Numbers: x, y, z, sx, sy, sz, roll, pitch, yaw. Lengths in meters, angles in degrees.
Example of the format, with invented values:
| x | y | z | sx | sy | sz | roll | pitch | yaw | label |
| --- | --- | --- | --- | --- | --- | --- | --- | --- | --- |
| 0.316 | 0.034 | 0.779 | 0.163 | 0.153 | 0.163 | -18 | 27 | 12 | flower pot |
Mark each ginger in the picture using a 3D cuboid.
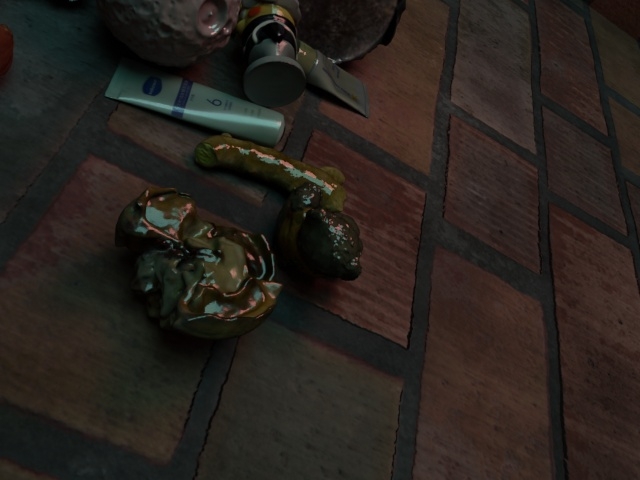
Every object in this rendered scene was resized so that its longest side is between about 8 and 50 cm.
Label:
| x | y | z | sx | sy | sz | roll | pitch | yaw | label |
| --- | --- | --- | --- | --- | --- | --- | --- | --- | --- |
| -0.081 | -0.127 | 1.027 | 0.298 | 0.065 | 0.118 | 17 | 38 | -23 | ginger |

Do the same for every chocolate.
| x | y | z | sx | sy | sz | roll | pitch | yaw | label |
| --- | --- | --- | --- | --- | --- | --- | --- | --- | --- |
| 0.029 | -0.583 | 1.299 | 0.303 | 0.303 | 0.213 | 18 | 34 | -21 | chocolate |

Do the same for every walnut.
| x | y | z | sx | sy | sz | roll | pitch | yaw | label |
| --- | --- | --- | --- | --- | --- | --- | --- | --- | --- |
| -0.173 | 0.046 | 0.803 | 0.204 | 0.141 | 0.238 | -14 | 65 | -50 | walnut |

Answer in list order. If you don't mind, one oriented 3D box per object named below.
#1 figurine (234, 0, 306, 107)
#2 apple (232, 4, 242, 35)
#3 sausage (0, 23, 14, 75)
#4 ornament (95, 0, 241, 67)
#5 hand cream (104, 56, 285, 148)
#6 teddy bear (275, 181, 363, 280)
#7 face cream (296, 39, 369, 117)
| x | y | z | sx | sy | sz | roll | pitch | yaw | label |
| --- | --- | --- | --- | --- | --- | --- | --- | --- | --- |
| -0.101 | -0.380 | 1.112 | 0.132 | 0.176 | 0.237 | 1 | 61 | -18 | figurine |
| -0.161 | -0.477 | 1.214 | 0.083 | 0.071 | 0.084 | 16 | 53 | -22 | apple |
| -0.569 | -0.295 | 0.783 | 0.254 | 0.148 | 0.148 | 9 | 55 | -28 | sausage |
| -0.259 | -0.433 | 0.995 | 0.225 | 0.260 | 0.259 | 36 | 42 | 28 | ornament |
| -0.220 | -0.246 | 1.043 | 0.320 | 0.067 | 0.109 | 16 | 53 | -14 | hand cream |
| 0.000 | 0.000 | 0.914 | 0.140 | 0.190 | 0.177 | -38 | 104 | -14 | teddy bear |
| 0.026 | -0.365 | 1.270 | 0.224 | 0.070 | 0.114 | 22 | 50 | -30 | face cream |
